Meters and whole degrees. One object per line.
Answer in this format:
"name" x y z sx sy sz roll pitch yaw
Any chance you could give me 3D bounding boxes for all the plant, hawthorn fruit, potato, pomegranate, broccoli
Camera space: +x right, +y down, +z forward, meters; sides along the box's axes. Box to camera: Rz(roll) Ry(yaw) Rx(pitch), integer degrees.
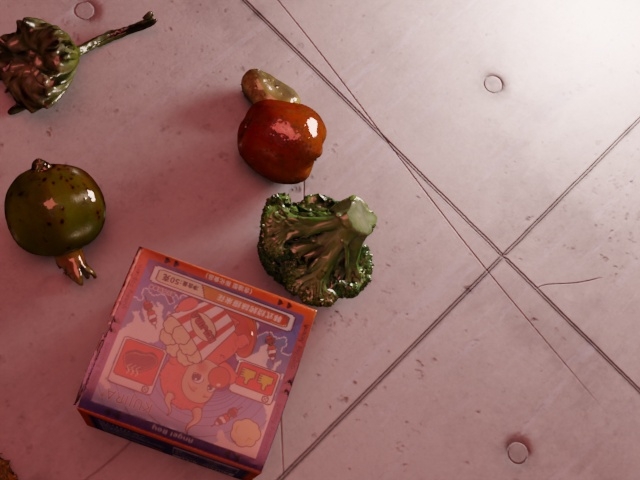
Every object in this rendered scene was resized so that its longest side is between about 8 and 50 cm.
"plant" -0.524 -0.370 1.962 0.333 0.251 0.180 -16 94 -51
"hawthorn fruit" -0.083 -0.211 1.942 0.189 0.189 0.189 3 72 -8
"potato" -0.112 -0.318 2.018 0.138 0.070 0.091 35 39 -5
"pomegranate" -0.501 -0.036 1.801 0.198 0.198 0.246 -27 81 -17
"broccoli" 0.000 0.000 1.862 0.269 0.242 0.261 42 46 -25

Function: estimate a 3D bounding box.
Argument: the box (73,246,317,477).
"box" -0.227 0.238 1.722 0.349 0.257 0.318 21 71 -2

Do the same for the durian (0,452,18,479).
"durian" -0.696 0.443 1.653 0.341 0.112 0.191 7 73 -4
